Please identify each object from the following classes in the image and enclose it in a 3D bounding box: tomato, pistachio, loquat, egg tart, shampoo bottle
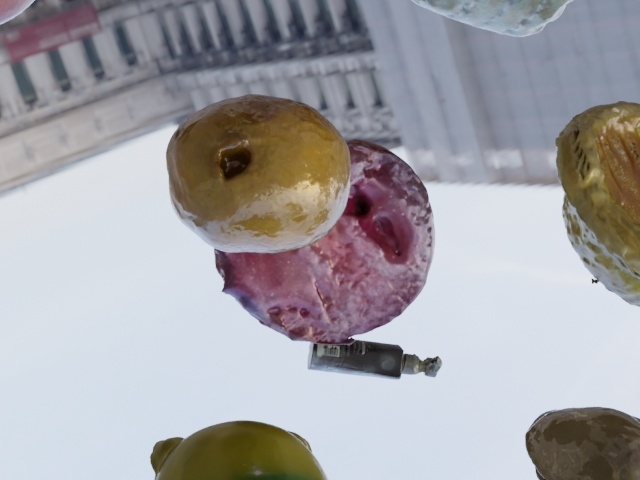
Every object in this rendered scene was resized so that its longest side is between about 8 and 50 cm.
[{"bbox_3d":[-0.005,0.002,1.869,0.335,0.289,0.176,-29,-163,-10],"label":"tomato"},{"bbox_3d":[0.370,0.289,1.687,0.152,0.126,0.223,-36,-155,-17],"label":"pistachio"},{"bbox_3d":[-0.072,-0.081,1.489,0.238,0.193,0.238,-4,167,-1],"label":"loquat"},{"bbox_3d":[0.480,-0.029,1.789,0.388,0.388,0.169,-36,168,-49],"label":"egg tart"},{"bbox_3d":[0.085,0.187,1.961,0.208,0.057,0.063,7,173,-9],"label":"shampoo bottle"}]

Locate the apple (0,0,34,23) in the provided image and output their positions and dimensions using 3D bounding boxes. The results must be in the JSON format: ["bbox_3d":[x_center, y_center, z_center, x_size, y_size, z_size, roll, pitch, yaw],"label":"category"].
[{"bbox_3d":[-0.536,-0.436,1.861,0.272,0.206,0.251,18,-114,17],"label":"apple"}]

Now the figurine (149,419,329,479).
[{"bbox_3d":[-0.080,0.349,1.413,0.324,0.231,0.340,-4,-138,-14],"label":"figurine"}]

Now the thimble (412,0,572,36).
[{"bbox_3d":[0.244,-0.436,1.707,0.195,0.291,0.291,9,-174,-21],"label":"thimble"}]
